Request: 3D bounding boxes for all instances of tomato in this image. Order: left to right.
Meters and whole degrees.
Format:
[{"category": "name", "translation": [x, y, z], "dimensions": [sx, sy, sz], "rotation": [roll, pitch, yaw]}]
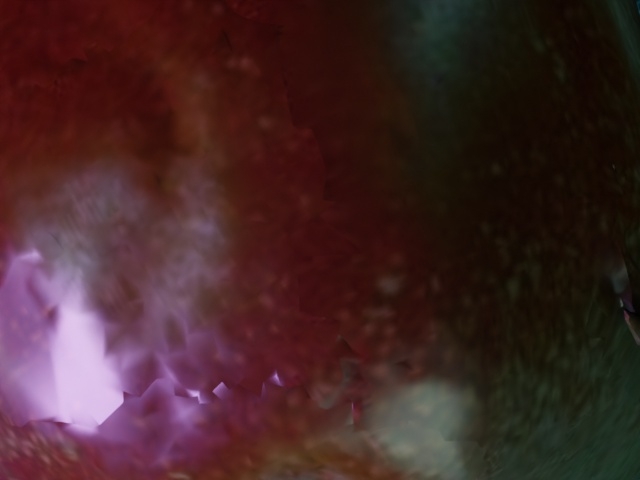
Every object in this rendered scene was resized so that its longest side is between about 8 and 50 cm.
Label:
[{"category": "tomato", "translation": [0.000, 0.000, 0.450], "dimensions": [0.303, 0.239, 0.303], "rotation": [-20, 157, -9]}]
